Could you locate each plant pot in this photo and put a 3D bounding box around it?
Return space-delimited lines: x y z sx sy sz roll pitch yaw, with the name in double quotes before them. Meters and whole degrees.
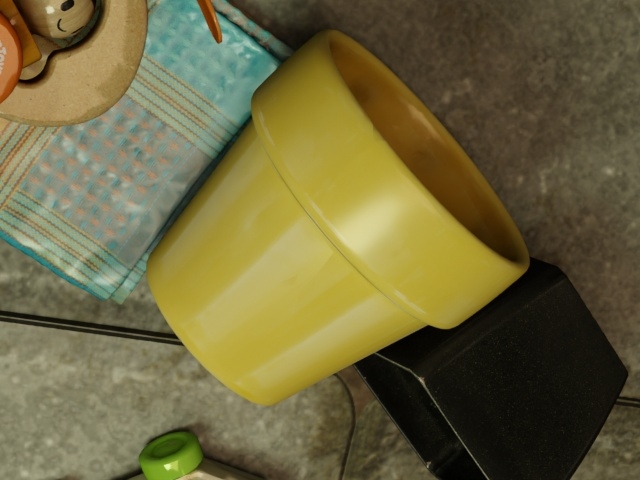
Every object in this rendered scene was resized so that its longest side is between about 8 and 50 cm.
"plant pot" 0.149 0.110 1.506 0.167 0.188 0.187 -40 112 -11
"plant pot" 0.000 0.000 1.402 0.239 0.254 0.254 -41 112 14

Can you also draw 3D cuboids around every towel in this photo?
"towel" -0.235 -0.144 1.405 0.370 0.040 0.271 35 96 -20

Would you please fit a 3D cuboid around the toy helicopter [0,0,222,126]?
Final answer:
"toy helicopter" -0.193 -0.262 1.294 0.235 0.140 0.355 -2 102 -12

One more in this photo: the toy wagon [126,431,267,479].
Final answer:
"toy wagon" -0.181 0.336 1.553 0.344 0.068 0.267 -22 110 -6
